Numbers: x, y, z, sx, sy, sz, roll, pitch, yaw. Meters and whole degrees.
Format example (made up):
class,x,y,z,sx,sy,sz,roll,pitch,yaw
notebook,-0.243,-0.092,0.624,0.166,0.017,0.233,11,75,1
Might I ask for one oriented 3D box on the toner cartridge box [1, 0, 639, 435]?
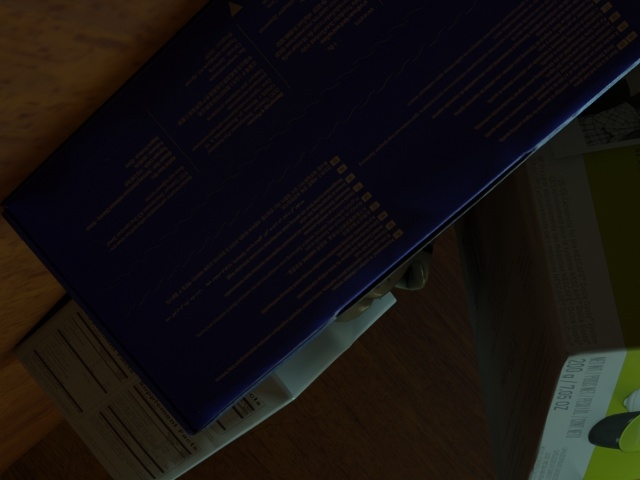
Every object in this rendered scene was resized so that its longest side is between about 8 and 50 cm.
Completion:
class,x,y,z,sx,sy,sz,roll,pitch,yaw
toner cartridge box,0.012,-0.069,0.783,0.348,0.165,0.075,-40,180,19

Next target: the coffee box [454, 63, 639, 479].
class,x,y,z,sx,sy,sz,roll,pitch,yaw
coffee box,0.312,0.020,1.263,0.334,0.338,0.337,-4,147,-4

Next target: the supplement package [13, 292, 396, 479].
class,x,y,z,sx,sy,sz,roll,pitch,yaw
supplement package,-0.112,0.082,1.447,0.263,0.198,0.199,-38,-179,40

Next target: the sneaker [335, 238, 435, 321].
class,x,y,z,sx,sy,sz,roll,pitch,yaw
sneaker,0.000,0.000,1.299,0.122,0.146,0.331,-1,-179,43
